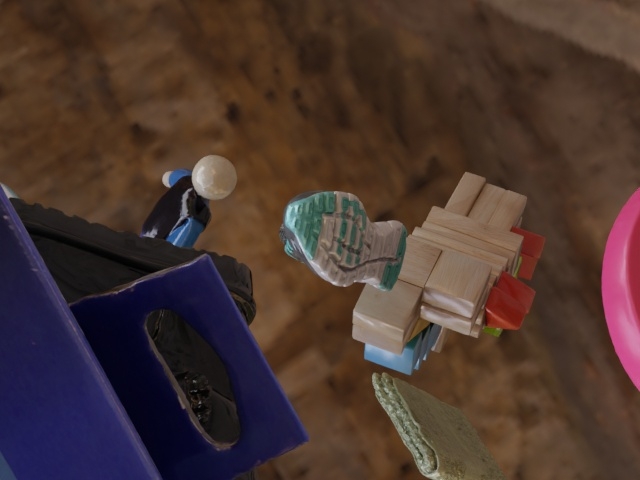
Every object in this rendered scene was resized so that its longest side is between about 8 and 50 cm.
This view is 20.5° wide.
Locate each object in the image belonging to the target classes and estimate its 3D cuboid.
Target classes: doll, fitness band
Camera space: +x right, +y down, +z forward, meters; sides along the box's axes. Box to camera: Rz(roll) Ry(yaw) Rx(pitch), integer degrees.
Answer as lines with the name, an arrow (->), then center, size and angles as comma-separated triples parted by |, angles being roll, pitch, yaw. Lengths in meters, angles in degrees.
doll -> -0.128, -0.009, 1.506 | 0.046, 0.189, 0.129 | 22, -137, -20
fitness band -> 0.327, 0.025, 1.303 | 0.054, 0.291, 0.209 | -19, 96, 58

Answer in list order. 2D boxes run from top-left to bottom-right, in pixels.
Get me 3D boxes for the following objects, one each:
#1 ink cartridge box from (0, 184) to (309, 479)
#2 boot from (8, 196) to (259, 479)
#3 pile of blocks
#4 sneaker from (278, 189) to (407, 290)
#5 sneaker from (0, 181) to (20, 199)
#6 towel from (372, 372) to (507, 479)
ink cartridge box -> -0.204, 0.140, 0.747 | 0.270, 0.395, 0.151 | 63, 164, -15
boot -> -0.140, 0.091, 0.931 | 0.094, 0.247, 0.207 | 126, 148, -47
pile of blocks -> 0.122, 0.053, 1.492 | 0.113, 0.149, 0.362 | 20, -163, 13
sneaker -> 0.000, 0.000, 1.243 | 0.076, 0.065, 0.166 | 11, 172, 24
sneaker -> -0.285, 0.070, 1.220 | 0.319, 0.208, 0.127 | -124, 27, -54
towel -> 0.108, 0.178, 1.588 | 0.110, 0.027, 0.148 | 27, -163, -34
